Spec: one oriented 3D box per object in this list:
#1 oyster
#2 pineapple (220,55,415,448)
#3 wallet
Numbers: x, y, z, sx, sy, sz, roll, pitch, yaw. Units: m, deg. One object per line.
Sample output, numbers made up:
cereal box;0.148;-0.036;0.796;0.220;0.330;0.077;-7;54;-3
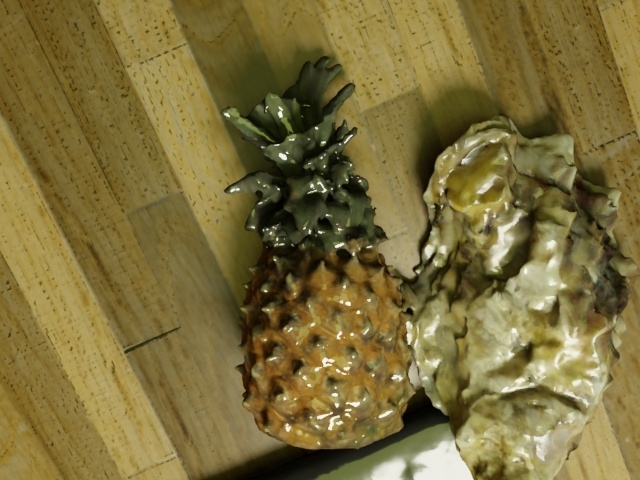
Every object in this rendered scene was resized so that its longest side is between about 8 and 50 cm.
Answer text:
oyster;0.194;0.069;0.599;0.238;0.115;0.350;12;83;-6
pineapple;0.000;0.000;0.566;0.169;0.169;0.340;-2;93;-3
wallet;-0.009;0.339;0.663;0.406;0.062;0.228;-23;100;0
